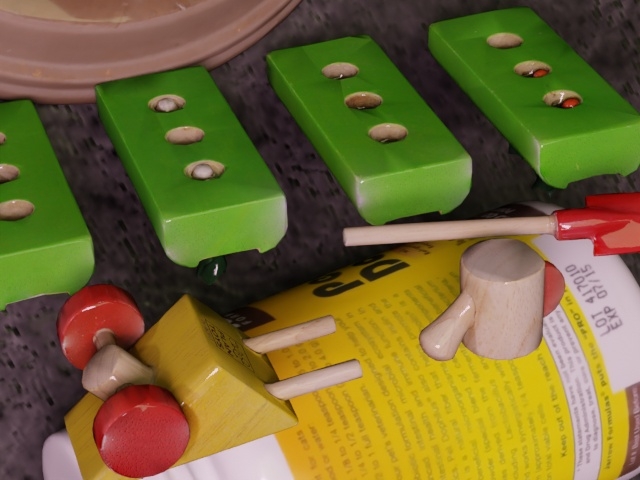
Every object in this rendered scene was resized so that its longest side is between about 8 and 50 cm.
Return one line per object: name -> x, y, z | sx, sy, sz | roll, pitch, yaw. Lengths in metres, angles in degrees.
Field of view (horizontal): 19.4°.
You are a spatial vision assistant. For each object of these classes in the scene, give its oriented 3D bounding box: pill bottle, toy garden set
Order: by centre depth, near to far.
toy garden set -> 0.000, 0.000, 0.648 | 0.244, 0.204, 0.049 | -12, 123, -14
pill bottle -> 0.013, 0.070, 0.688 | 0.215, 0.117, 0.117 | -21, 93, -23

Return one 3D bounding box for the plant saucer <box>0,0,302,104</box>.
plant saucer -> -0.100, -0.191, 0.711 | 0.278, 0.041, 0.278 | 2, 84, -21
